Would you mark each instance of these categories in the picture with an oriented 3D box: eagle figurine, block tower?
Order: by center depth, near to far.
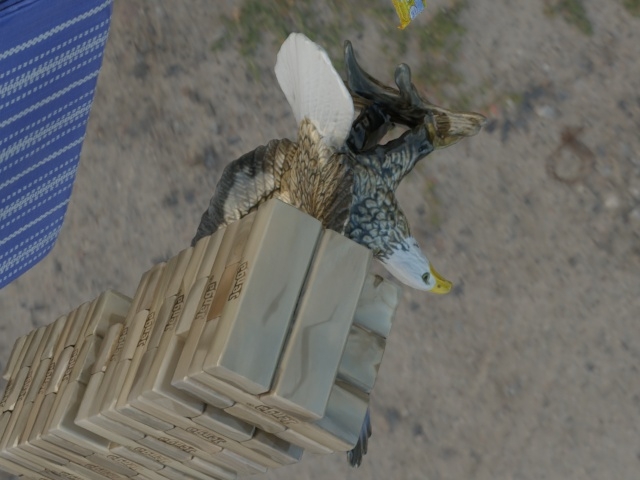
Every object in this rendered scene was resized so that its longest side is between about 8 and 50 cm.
[{"bbox_3d":[-0.084,0.078,0.857,0.091,0.335,0.097,29,64,-21],"label":"block tower"},{"bbox_3d":[0.009,0.006,1.253,0.225,0.226,0.298,32,80,10],"label":"eagle figurine"}]

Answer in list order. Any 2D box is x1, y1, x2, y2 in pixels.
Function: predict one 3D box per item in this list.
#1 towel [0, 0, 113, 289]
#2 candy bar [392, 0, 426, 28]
[{"bbox_3d":[-0.268,-0.067,1.240,0.040,0.243,0.336,35,132,16],"label":"towel"},{"bbox_3d":[0.051,-0.247,1.304,0.040,0.018,0.161,-54,131,-33],"label":"candy bar"}]
